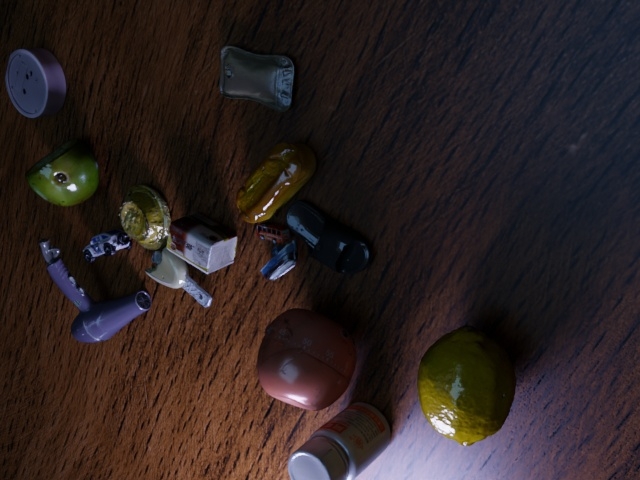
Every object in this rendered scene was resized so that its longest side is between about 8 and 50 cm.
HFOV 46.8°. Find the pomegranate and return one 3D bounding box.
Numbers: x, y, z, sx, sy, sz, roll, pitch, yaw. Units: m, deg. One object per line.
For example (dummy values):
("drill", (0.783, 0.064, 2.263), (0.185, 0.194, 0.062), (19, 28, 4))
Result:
("pomegranate", (-0.737, -0.177, 2.119), (0.241, 0.190, 0.159), (-10, 124, 36))

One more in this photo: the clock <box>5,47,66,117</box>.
("clock", (-0.832, -0.460, 2.159), (0.197, 0.068, 0.196), (12, 111, 33))

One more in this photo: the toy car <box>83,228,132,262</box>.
("toy car", (-0.619, 0.011, 2.156), (0.171, 0.080, 0.070), (-16, 95, 38))

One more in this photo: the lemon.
("lemon", (0.298, 0.297, 1.518), (0.204, 0.204, 0.260), (10, 108, 33))

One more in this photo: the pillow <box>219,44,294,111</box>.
("pillow", (-0.151, -0.380, 1.720), (0.217, 0.033, 0.130), (21, 117, 29))

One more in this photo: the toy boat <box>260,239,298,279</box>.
("toy boat", (-0.098, 0.045, 1.811), (0.137, 0.060, 0.060), (-41, 55, 43))

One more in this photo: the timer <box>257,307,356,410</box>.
("timer", (-0.032, 0.275, 1.724), (0.230, 0.229, 0.214), (8, 68, 34))

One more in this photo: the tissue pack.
("tissue pack", (-0.305, 0.004, 1.912), (0.149, 0.106, 0.099), (28, 120, 26))

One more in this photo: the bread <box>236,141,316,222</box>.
("bread", (-0.110, -0.135, 1.738), (0.245, 0.094, 0.102), (-43, 73, 37))

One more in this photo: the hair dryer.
("hair dryer", (-0.698, 0.135, 2.180), (0.301, 0.121, 0.361), (-25, 112, 31))

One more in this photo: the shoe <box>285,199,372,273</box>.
("shoe", (0.000, 0.000, 1.703), (0.241, 0.093, 0.108), (37, 122, 22))

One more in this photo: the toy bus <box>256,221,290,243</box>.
("toy bus", (-0.116, -0.018, 1.801), (0.110, 0.031, 0.043), (14, 115, 49))

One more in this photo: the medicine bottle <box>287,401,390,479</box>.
("medicine bottle", (0.047, 0.491, 1.731), (0.144, 0.252, 0.144), (13, 114, 31))

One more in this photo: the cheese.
("cheese", (-0.385, 0.105, 2.039), (0.235, 0.050, 0.127), (39, 123, 20))

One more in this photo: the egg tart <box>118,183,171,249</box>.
("egg tart", (-0.494, -0.061, 2.050), (0.191, 0.074, 0.191), (13, 111, 35))
